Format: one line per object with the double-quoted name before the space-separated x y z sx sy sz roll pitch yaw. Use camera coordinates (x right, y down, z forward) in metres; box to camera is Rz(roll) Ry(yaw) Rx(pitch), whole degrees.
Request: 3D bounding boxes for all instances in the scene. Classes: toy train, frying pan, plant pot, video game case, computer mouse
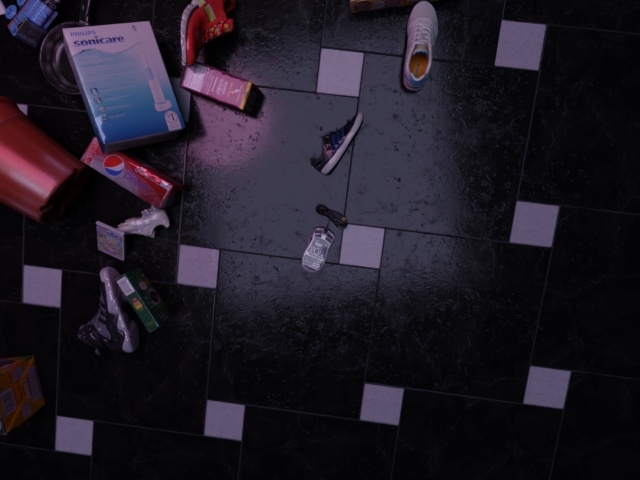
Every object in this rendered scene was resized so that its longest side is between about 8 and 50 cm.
"toy train" -0.787 -0.633 1.234 0.184 0.080 0.105 -43 71 10
"frying pan" -0.701 -0.579 1.262 0.197 0.053 0.326 -4 95 3
"plant pot" -0.813 -0.199 1.226 0.265 0.272 0.272 35 98 -10
"video game case" -0.618 0.003 1.318 0.087 0.011 0.122 24 134 0
"computer mouse" 0.000 0.000 1.308 0.106 0.042 0.193 25 92 -5

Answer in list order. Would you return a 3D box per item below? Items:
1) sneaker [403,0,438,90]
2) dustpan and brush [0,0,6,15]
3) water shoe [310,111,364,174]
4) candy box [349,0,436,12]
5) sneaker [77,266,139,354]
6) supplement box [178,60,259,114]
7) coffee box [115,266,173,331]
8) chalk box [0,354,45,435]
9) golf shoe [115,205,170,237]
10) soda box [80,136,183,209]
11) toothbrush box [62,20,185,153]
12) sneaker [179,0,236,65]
"sneaker" 0.273 -0.528 1.199 0.087 0.092 0.228 4 96 4
"dustpan and brush" -1.028 -0.668 1.262 0.211 0.060 0.147 -27 95 6
"water shoe" 0.044 -0.283 1.252 0.080 0.073 0.203 33 97 1
"candy box" 0.227 -0.729 1.177 0.317 0.087 0.182 -6 97 3
"sneaker" -0.653 0.219 1.335 0.153 0.101 0.268 -12 99 2
"supplement box" -0.277 -0.422 1.234 0.188 0.104 0.080 20 98 1
"coffee box" -0.519 0.173 1.319 0.040 0.113 0.184 -31 96 5
"chalk box" -1.041 0.476 1.353 0.289 0.179 0.180 -7 98 5
"golf shoe" -0.529 -0.036 1.318 0.176 0.069 0.086 -27 102 7
"soda box" -0.536 -0.193 1.282 0.263 0.092 0.083 33 98 -2
"toothbrush box" -0.522 -0.407 1.193 0.216 0.126 0.295 -22 98 -27
"sneaker" -0.292 -0.569 1.173 0.118 0.107 0.279 17 66 -9
